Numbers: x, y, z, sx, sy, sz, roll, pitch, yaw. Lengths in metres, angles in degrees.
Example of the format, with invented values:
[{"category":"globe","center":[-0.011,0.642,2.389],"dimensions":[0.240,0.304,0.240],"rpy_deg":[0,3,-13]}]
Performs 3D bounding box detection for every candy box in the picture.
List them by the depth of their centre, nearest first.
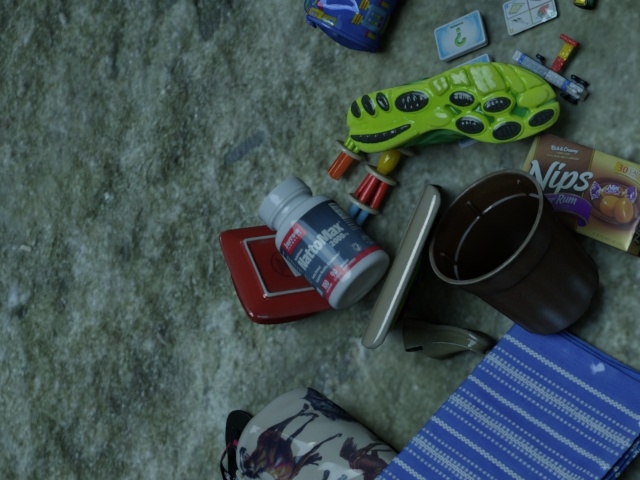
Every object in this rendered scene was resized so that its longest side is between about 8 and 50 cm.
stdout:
[{"category":"candy box","center":[0.342,-0.062,1.713],"dimensions":[0.186,0.053,0.109],"rpy_deg":[25,96,37]}]

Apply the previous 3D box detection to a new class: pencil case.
[{"category":"pencil case","center":[0.062,0.359,1.765],"dimensions":[0.410,0.160,0.183],"rpy_deg":[35,90,37]},{"category":"pencil case","center":[0.077,-0.431,1.955],"dimensions":[0.133,0.119,0.306],"rpy_deg":[23,94,9]}]

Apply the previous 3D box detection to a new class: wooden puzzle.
[{"category":"wooden puzzle","center":[0.118,0.031,1.783],"dimensions":[0.044,0.238,0.221],"rpy_deg":[22,95,2]}]

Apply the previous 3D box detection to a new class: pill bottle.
[{"category":"pill bottle","center":[0.000,0.000,1.885],"dimensions":[0.180,0.108,0.108],"rpy_deg":[45,108,18]}]

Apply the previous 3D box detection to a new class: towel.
[{"category":"towel","center":[0.236,0.254,1.639],"dimensions":[0.336,0.040,0.243],"rpy_deg":[-46,50,-14]}]

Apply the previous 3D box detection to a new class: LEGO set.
[{"category":"LEGO set","center":[0.264,-0.249,1.814],"dimensions":[0.244,0.060,0.182],"rpy_deg":[-19,72,33]}]

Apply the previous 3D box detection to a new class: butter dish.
[{"category":"butter dish","center":[-0.066,0.066,1.958],"dimensions":[0.160,0.160,0.118],"rpy_deg":[64,148,30]}]

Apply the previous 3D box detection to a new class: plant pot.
[{"category":"plant pot","center":[0.251,0.024,1.670],"dimensions":[0.167,0.165,0.167],"rpy_deg":[-31,38,28]}]

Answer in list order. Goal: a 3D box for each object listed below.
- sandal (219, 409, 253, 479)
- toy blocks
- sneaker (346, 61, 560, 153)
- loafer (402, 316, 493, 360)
[{"category":"sandal","center":[-0.121,0.339,1.986],"dimensions":[0.067,0.040,0.179],"rpy_deg":[-10,74,36]},{"category":"toy blocks","center":[0.054,-0.095,1.941],"dimensions":[0.123,0.054,0.148],"rpy_deg":[41,105,36]},{"category":"sneaker","center":[0.180,-0.182,1.800],"dimensions":[0.295,0.123,0.109],"rpy_deg":[-3,101,29]},{"category":"loafer","center":[0.169,0.138,1.803],"dimensions":[0.148,0.056,0.050],"rpy_deg":[8,86,49]}]
